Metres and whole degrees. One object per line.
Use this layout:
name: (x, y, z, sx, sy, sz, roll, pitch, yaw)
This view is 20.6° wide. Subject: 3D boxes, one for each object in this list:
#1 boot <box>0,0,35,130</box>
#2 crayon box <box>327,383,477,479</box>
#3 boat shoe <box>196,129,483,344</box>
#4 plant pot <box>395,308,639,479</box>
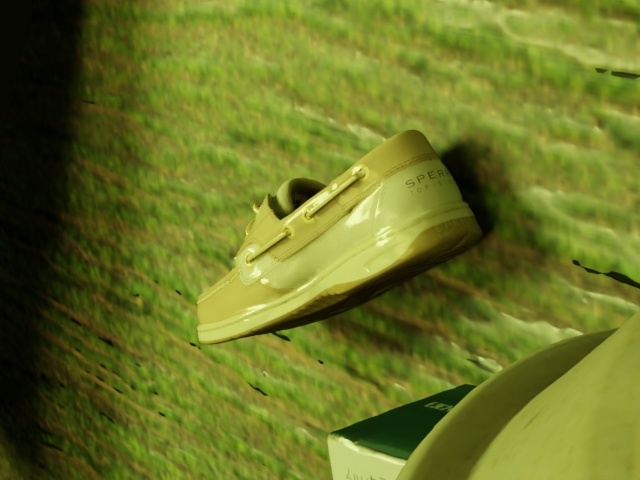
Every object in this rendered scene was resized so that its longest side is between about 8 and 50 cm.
boot: (-0.324, -0.075, 1.035, 0.367, 0.146, 0.445, 31, 123, 29)
crayon box: (0.114, 0.229, 0.666, 0.203, 0.083, 0.323, 8, 109, 53)
boat shoe: (0.000, 0.000, 0.753, 0.170, 0.063, 0.059, -27, 79, 46)
plant pot: (0.218, 0.045, 0.278, 0.334, 0.334, 0.305, 53, 129, 27)
